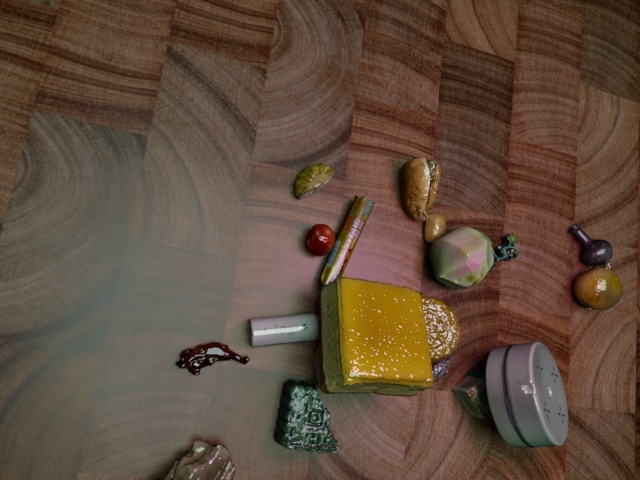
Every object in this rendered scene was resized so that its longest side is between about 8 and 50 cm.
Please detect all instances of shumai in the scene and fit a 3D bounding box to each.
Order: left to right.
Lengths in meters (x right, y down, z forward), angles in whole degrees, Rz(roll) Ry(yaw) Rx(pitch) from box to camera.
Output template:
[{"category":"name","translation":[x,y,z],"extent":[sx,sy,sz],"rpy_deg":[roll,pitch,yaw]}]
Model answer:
[{"category":"shumai","translation":[-0.365,0.743,1.447],"extent":[0.345,0.217,0.283],"rpy_deg":[31,41,-24]}]

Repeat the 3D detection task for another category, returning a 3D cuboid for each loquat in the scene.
[{"category":"loquat","translation":[1.069,0.175,1.965],"extent":[0.172,0.149,0.205],"rpy_deg":[11,101,-9]}]

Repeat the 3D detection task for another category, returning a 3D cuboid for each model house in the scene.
[{"category":"model house","translation":[0.564,0.524,1.784],"extent":[0.148,0.100,0.127],"rpy_deg":[-35,94,-21]}]

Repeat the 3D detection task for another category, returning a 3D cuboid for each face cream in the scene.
[{"category":"face cream","translation":[-0.071,0.279,1.622],"extent":[0.310,0.092,0.093],"rpy_deg":[-3,83,-19]}]

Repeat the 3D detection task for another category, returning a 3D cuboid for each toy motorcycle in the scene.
[{"category":"toy motorcycle","translation":[0.669,0.043,1.914],"extent":[0.173,0.058,0.100],"rpy_deg":[-22,82,-21]}]

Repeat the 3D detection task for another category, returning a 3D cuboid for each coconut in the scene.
[{"category":"coconut","translation":[0.485,0.066,1.772],"extent":[0.235,0.236,0.205],"rpy_deg":[-34,77,-19]}]

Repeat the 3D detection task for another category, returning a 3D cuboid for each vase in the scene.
[{"category":"vase","translation":[1.062,0.014,2.021],"extent":[0.120,0.120,0.183],"rpy_deg":[-32,78,-19]}]

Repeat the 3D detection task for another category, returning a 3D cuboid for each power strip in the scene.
[{"category":"power strip","translation":[0.702,0.521,1.724],"extent":[0.357,0.161,0.358],"rpy_deg":[26,55,-44]}]

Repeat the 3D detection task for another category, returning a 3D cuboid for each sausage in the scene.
[{"category":"sausage","translation":[0.077,0.022,1.715],"extent":[0.082,0.082,0.372],"rpy_deg":[27,75,-12]}]

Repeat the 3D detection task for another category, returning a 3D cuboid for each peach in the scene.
[{"category":"peach","translation":[0.001,0.000,1.682],"extent":[0.100,0.100,0.101],"rpy_deg":[3,81,-17]}]

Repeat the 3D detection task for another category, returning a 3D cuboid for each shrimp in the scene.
[{"category":"shrimp","translation":[0.406,0.452,1.767],"extent":[0.165,0.057,0.065],"rpy_deg":[-29,76,-10]}]

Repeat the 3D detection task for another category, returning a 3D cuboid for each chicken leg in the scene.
[{"category":"chicken leg","translation":[-0.328,0.353,1.549],"extent":[0.218,0.048,0.090],"rpy_deg":[-9,88,-19]}]

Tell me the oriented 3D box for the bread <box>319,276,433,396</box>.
[{"category":"bread","translation":[0.164,0.290,1.527],"extent":[0.323,0.143,0.334],"rpy_deg":[13,56,-23]}]

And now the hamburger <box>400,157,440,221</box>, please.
[{"category":"hamburger","translation":[0.341,-0.178,1.796],"extent":[0.135,0.155,0.208],"rpy_deg":[9,87,6]}]

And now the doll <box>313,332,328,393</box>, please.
[{"category":"doll","translation":[0.100,0.397,1.622],"extent":[0.269,0.162,0.167],"rpy_deg":[11,47,-29]}]

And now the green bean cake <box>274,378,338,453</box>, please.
[{"category":"green bean cake","translation":[-0.031,0.546,1.586],"extent":[0.193,0.107,0.209],"rpy_deg":[12,77,-15]}]

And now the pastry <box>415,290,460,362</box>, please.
[{"category":"pastry","translation":[0.351,0.295,1.731],"extent":[0.239,0.132,0.235],"rpy_deg":[-23,90,-20]}]

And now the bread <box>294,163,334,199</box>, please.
[{"category":"bread","translation":[-0.023,-0.212,1.723],"extent":[0.157,0.083,0.095],"rpy_deg":[-21,77,-18]}]

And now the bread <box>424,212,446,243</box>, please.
[{"category":"bread","translation":[0.418,-0.045,1.845],"extent":[0.082,0.056,0.115],"rpy_deg":[11,78,-15]}]
